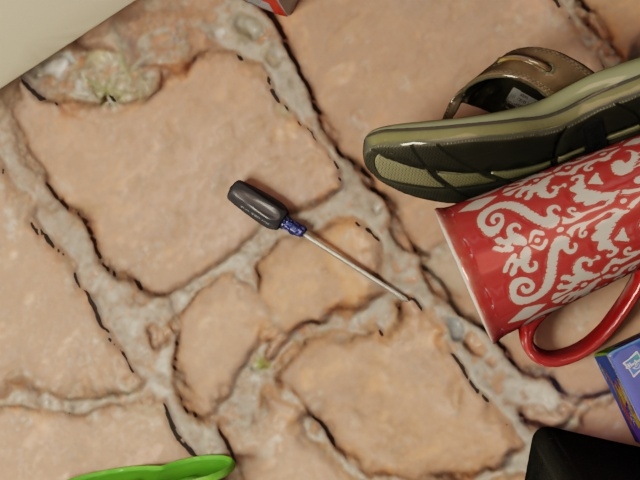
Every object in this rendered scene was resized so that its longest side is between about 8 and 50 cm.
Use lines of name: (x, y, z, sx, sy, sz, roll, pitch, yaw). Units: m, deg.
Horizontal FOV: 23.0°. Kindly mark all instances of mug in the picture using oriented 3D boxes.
mug: (0.190, 0.004, 1.199, 0.169, 0.150, 0.113, -24, 48, 4)

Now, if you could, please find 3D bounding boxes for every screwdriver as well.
screwdriver: (0.000, 0.000, 1.255, 0.170, 0.024, 0.025, 29, 118, 7)

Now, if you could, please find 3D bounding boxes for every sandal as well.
sandal: (0.177, -0.105, 1.205, 0.303, 0.120, 0.086, -17, 66, -1)

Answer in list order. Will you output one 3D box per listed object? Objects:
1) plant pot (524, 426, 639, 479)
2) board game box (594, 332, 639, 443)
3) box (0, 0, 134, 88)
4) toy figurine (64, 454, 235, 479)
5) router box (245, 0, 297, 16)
plant pot: (0.231, 0.245, 1.132, 0.187, 0.167, 0.188, 11, 86, 8)
board game box: (0.368, 0.040, 1.096, 0.347, 0.233, 0.078, -26, 83, 4)
box: (-0.278, -0.209, 1.240, 0.311, 0.121, 0.148, -34, 62, 3)
toy figurine: (-0.136, 0.265, 1.223, 0.173, 0.130, 0.159, -13, 98, -18)
router box: (-0.005, -0.357, 1.143, 0.082, 0.301, 0.335, 26, 89, 8)
